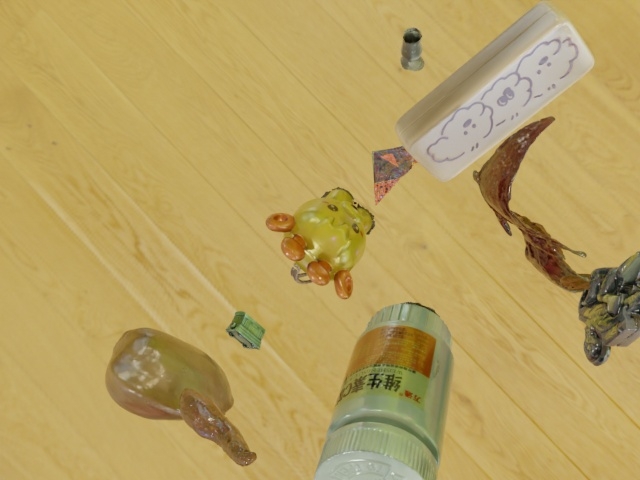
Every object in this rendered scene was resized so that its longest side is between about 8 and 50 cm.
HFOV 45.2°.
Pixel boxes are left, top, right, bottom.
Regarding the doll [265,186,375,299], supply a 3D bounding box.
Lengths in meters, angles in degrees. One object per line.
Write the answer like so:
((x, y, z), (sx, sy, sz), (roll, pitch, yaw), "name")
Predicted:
((0.000, 0.000, 1.028), (0.143, 0.221, 0.135), (46, 111, -4), "doll")

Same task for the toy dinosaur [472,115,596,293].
((0.335, -0.020, 1.089), (0.113, 0.206, 0.327), (-42, 103, 0), "toy dinosaur")

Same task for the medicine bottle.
((0.102, 0.236, 1.093), (0.158, 0.318, 0.158), (8, 123, 12), "medicine bottle")

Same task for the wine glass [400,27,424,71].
((0.154, -0.316, 1.272), (0.039, 0.083, 0.042), (-42, 73, -11), "wine glass")

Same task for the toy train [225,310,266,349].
((-0.156, 0.191, 1.621), (0.038, 0.093, 0.056), (-2, 54, 39), "toy train")

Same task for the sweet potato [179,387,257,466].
((-0.142, 0.267, 1.079), (0.050, 0.214, 0.050), (-13, 113, -33), "sweet potato")

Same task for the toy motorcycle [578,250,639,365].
((0.396, 0.081, 1.035), (0.061, 0.193, 0.124), (4, 55, -8), "toy motorcycle")

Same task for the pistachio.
((-0.273, 0.265, 1.431), (0.261, 0.212, 0.162), (27, 109, -22), "pistachio")

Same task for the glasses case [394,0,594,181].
((0.296, -0.250, 1.327), (0.336, 0.144, 0.076), (-40, 45, 18), "glasses case")

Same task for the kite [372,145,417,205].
((0.155, -0.170, 1.690), (0.222, 0.125, 0.008), (-46, 41, 23), "kite")
